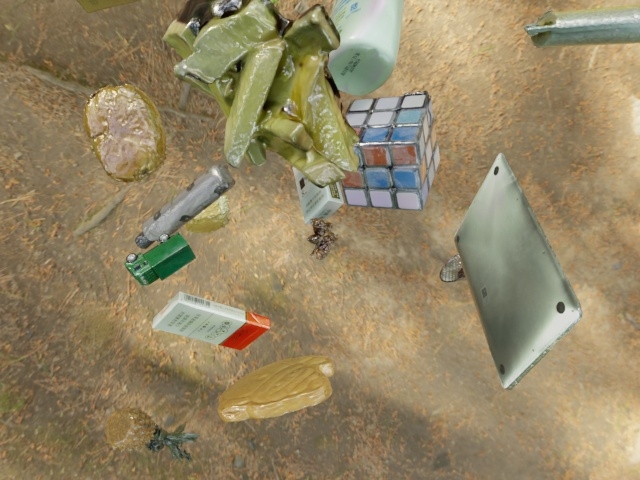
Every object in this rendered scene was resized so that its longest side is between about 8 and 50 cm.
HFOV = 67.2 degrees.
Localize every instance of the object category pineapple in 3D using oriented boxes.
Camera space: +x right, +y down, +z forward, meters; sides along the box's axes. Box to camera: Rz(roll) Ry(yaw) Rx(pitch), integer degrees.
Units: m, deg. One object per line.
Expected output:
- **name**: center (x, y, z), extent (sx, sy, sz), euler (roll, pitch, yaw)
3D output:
- **pineapple**: center (-0.451, 0.537, 1.326), extent (0.130, 0.119, 0.277), euler (-21, 144, 14)

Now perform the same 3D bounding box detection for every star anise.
- **star anise**: center (0.000, 0.000, 1.330), extent (0.070, 0.190, 0.097), euler (-16, 114, 30)

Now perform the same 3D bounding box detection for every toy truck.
- **toy truck**: center (-0.386, 0.045, 1.155), extent (0.147, 0.079, 0.065), euler (-34, 143, -18)

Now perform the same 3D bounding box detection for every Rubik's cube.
- **Rubik's cube**: center (0.284, -0.360, 1.997), extent (0.362, 0.363, 0.358), euler (4, 140, 21)

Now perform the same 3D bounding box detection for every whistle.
- **whistle**: center (0.479, -0.324, 0.719), extent (0.327, 0.068, 0.057), euler (11, 106, 30)

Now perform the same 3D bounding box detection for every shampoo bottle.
- **shampoo bottle**: center (0.104, -0.520, 1.102), extent (0.151, 0.222, 0.349), euler (16, 67, -18)

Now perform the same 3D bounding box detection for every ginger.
- **ginger**: center (-0.115, -0.247, 0.878), extent (0.414, 0.358, 0.211), euler (21, 71, 5)

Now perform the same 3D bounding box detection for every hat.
- **hat**: center (0.511, 0.105, 1.651), extent (0.193, 0.193, 0.082), euler (-40, 102, -4)

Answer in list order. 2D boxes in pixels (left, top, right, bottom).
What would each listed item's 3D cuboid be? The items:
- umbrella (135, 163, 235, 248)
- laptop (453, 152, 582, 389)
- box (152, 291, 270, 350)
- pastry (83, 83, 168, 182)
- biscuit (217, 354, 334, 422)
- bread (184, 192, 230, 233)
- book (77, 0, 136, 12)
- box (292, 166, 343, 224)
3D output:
- **umbrella**: center (-0.351, -0.077, 1.221), extent (0.337, 0.067, 0.073), euler (-33, 67, 23)
- **laptop**: center (0.244, 0.036, 0.643), extent (0.015, 0.269, 0.187), euler (3, 138, -9)
- **box**: center (-0.258, 0.199, 1.158), extent (0.245, 0.035, 0.139), euler (22, 132, -32)
- **pastry**: center (-0.624, -0.343, 1.567), extent (0.255, 0.162, 0.310), euler (-13, 97, 9)
- **biscuit**: center (-0.115, 0.406, 1.368), extent (0.351, 0.312, 0.057), euler (-14, 98, 25)
- **bread**: center (-0.413, -0.100, 1.723), extent (0.174, 0.245, 0.121), euler (-6, 81, -18)
- **book**: center (-0.200, -0.299, 0.498), extent (0.172, 0.118, 0.012), euler (-8, 71, 8)
- **box**: center (-0.012, -0.192, 1.644), extent (0.067, 0.155, 0.242), euler (9, 57, -36)
